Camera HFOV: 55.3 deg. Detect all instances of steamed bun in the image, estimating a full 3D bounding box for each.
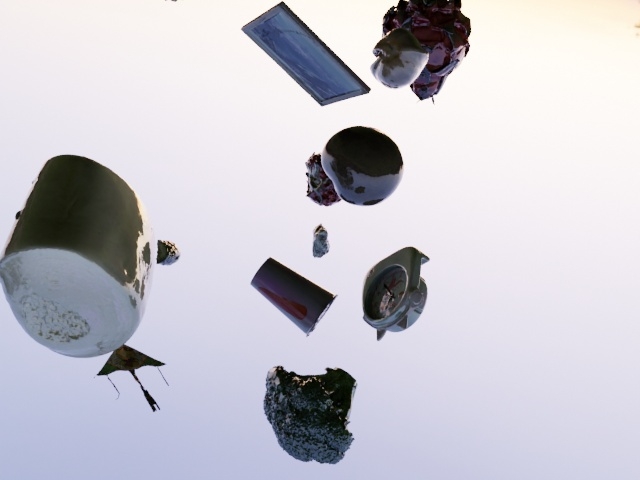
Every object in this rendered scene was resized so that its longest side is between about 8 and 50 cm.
[{"bbox_3d":[-0.559,0.048,1.512,0.290,0.455,0.371,3,-131,1],"label":"steamed bun"}]

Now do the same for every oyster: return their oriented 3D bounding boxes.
[{"bbox_3d":[0.000,0.000,2.124,0.064,0.124,0.177,-4,-170,1],"label":"oyster"}]

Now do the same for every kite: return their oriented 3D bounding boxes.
[{"bbox_3d":[-0.488,0.355,1.602,0.198,0.006,0.244,-6,-137,-40],"label":"kite"}]

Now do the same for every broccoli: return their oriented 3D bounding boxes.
[{"bbox_3d":[-0.021,0.454,1.652,0.308,0.307,0.275,26,-121,28],"label":"broccoli"}]

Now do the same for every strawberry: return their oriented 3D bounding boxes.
[{"bbox_3d":[0.042,-0.214,2.089,0.202,0.184,0.186,-12,-102,-27],"label":"strawberry"}]

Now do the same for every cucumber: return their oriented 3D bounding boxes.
[{"bbox_3d":[-0.386,0.033,1.585,0.035,0.067,0.107,0,177,15],"label":"cucumber"}]

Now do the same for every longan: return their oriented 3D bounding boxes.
[{"bbox_3d":[0.120,-0.220,1.799,0.248,0.248,0.248,8,-152,-4],"label":"longan"}]

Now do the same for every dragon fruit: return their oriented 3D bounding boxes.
[{"bbox_3d":[0.259,-0.483,1.540,0.234,0.293,0.233,7,-149,-4],"label":"dragon fruit"}]

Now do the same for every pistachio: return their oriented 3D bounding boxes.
[{"bbox_3d":[0.150,-0.343,1.168,0.113,0.113,0.149,15,-173,9],"label":"pistachio"}]

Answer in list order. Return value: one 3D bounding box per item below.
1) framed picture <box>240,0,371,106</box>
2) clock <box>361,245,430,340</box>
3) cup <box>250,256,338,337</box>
[{"bbox_3d":[-0.045,-0.503,1.693,0.335,0.022,0.247,39,163,-27],"label":"framed picture"},{"bbox_3d":[0.260,0.196,2.128,0.109,0.265,0.324,32,-133,-28],"label":"clock"},{"bbox_3d":[-0.106,0.196,2.261,0.288,0.203,0.203,36,-147,7],"label":"cup"}]
